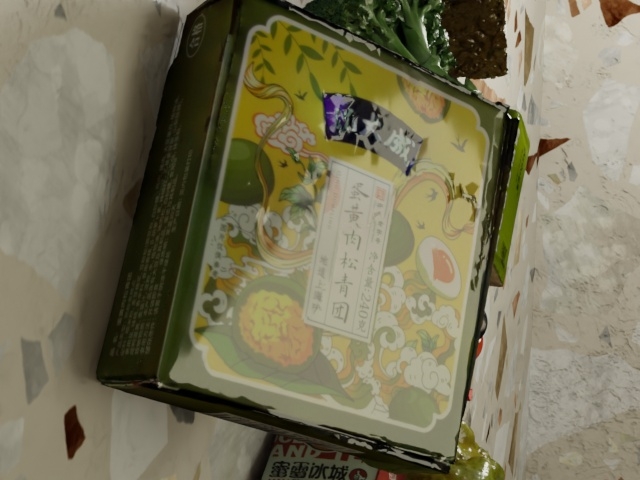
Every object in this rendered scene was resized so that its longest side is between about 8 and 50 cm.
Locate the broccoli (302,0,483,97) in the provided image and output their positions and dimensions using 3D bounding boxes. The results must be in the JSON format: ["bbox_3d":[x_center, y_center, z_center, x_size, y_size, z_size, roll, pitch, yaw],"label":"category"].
[{"bbox_3d":[0.086,-0.215,1.678,0.270,0.270,0.270,-34,142,-32],"label":"broccoli"}]

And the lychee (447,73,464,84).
[{"bbox_3d":[0.171,-0.193,2.115,0.197,0.165,0.165,90,15,-62],"label":"lychee"}]

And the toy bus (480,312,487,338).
[{"bbox_3d":[0.127,0.053,1.939,0.194,0.232,0.288,5,83,-75],"label":"toy bus"}]

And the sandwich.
[{"bbox_3d":[0.223,-0.410,2.137,0.325,0.131,0.262,71,11,-67],"label":"sandwich"}]

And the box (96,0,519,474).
[{"bbox_3d":[0.000,0.000,1.378,0.373,0.138,0.420,20,73,-31],"label":"box"}]

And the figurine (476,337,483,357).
[{"bbox_3d":[0.178,0.247,2.274,0.181,0.208,0.257,-133,-137,-67],"label":"figurine"}]

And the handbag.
[{"bbox_3d":[0.038,0.289,1.830,0.298,0.171,0.151,-68,153,-48],"label":"handbag"}]

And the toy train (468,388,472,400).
[{"bbox_3d":[0.140,0.197,2.110,0.082,0.204,0.131,-12,-111,61],"label":"toy train"}]

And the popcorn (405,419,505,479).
[{"bbox_3d":[0.152,0.370,1.962,0.326,0.321,0.290,126,-23,-61],"label":"popcorn"}]

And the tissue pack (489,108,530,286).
[{"bbox_3d":[0.235,-0.079,2.297,0.167,0.200,0.275,57,43,-61],"label":"tissue pack"}]
